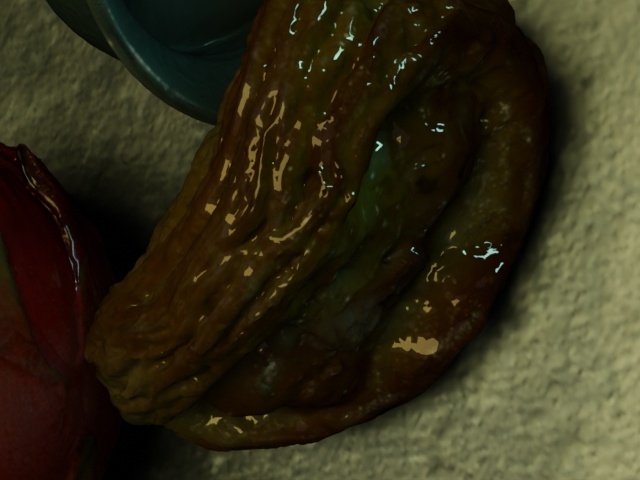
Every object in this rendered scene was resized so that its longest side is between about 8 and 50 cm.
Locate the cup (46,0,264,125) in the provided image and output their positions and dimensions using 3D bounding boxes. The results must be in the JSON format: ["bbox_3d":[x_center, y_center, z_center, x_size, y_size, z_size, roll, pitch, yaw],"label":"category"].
[{"bbox_3d":[-0.072,-0.158,0.744,0.150,0.199,0.199,12,93,49],"label":"cup"}]

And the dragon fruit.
[{"bbox_3d":[-0.208,0.064,0.769,0.241,0.241,0.252,9,78,31],"label":"dragon fruit"}]

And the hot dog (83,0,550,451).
[{"bbox_3d":[0.003,0.000,0.682,0.114,0.175,0.259,42,113,38],"label":"hot dog"}]
